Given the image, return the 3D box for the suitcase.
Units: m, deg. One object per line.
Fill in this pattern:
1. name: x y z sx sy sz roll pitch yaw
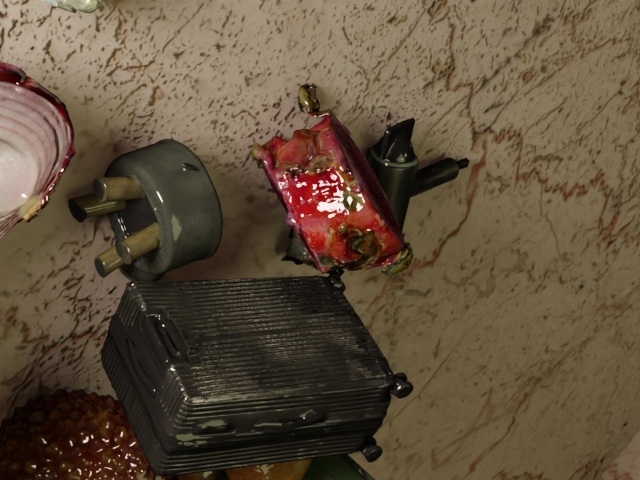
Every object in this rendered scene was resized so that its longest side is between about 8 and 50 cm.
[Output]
1. suitcase: -0.086 0.169 1.782 0.335 0.229 0.152 -2 130 -32

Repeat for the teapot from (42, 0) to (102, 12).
1. teapot: -0.230 -0.330 1.460 0.077 0.107 0.200 8 116 -57

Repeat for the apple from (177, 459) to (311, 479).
1. apple: -0.110 0.267 1.952 0.188 0.211 0.211 -48 152 -45

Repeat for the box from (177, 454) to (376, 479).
1. box: -0.064 0.391 2.110 0.253 0.328 0.178 -48 153 -4

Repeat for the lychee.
1. lychee: -0.294 0.305 1.802 0.271 0.271 0.271 -28 139 -28

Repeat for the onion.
1. onion: -0.396 -0.113 1.458 0.227 0.120 0.283 -45 147 -5

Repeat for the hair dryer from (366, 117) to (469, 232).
1. hair dryer: 0.153 -0.112 2.121 0.248 0.078 0.196 -25 138 -46

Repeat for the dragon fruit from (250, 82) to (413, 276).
1. dragon fruit: 0.002 -0.058 1.891 0.147 0.282 0.211 -32 180 10

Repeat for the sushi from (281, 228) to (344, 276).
1. sushi: 0.001 0.000 2.033 0.084 0.098 0.094 30 79 -58

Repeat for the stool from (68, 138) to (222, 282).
1. stool: -0.212 -0.014 1.718 0.139 0.153 0.228 -23 136 -34
